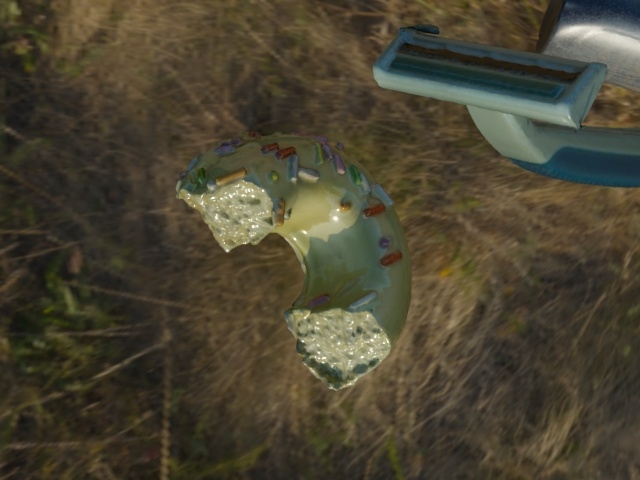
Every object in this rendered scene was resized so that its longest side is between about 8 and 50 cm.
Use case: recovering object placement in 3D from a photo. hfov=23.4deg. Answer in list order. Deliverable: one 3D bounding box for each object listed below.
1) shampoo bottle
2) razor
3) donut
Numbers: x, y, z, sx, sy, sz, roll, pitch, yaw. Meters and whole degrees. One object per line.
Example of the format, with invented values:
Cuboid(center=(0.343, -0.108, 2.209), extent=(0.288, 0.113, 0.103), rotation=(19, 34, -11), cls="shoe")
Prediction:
Cuboid(center=(0.256, -0.108, 0.976), extent=(0.234, 0.087, 0.049), rotation=(16, 72, -3), cls="shampoo bottle")
Cuboid(center=(0.100, -0.034, 0.473), extent=(0.068, 0.191, 0.037), rotation=(18, 102, 40), cls="razor")
Cuboid(center=(0.000, -0.005, 0.911), extent=(0.065, 0.108, 0.166), rotation=(-19, 115, 48), cls="donut")
